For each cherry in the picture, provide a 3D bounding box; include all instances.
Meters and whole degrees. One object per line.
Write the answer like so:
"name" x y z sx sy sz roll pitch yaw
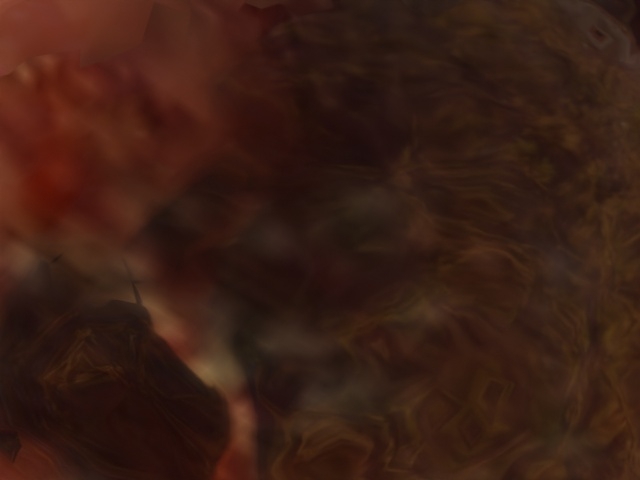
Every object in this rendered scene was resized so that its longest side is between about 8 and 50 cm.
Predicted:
"cherry" 0.000 0.000 0.431 0.285 0.213 0.236 13 -73 -28
